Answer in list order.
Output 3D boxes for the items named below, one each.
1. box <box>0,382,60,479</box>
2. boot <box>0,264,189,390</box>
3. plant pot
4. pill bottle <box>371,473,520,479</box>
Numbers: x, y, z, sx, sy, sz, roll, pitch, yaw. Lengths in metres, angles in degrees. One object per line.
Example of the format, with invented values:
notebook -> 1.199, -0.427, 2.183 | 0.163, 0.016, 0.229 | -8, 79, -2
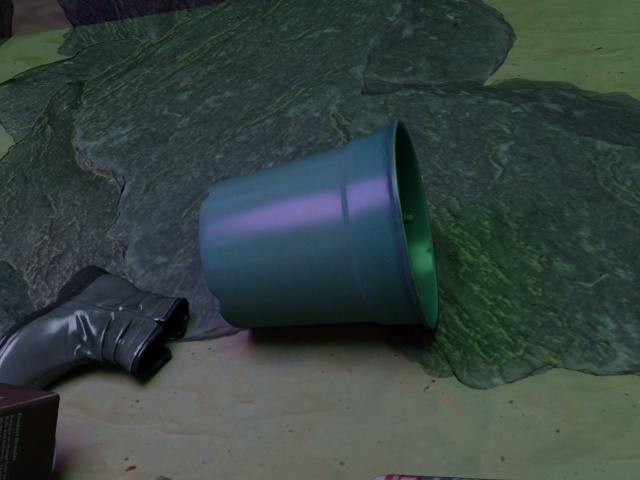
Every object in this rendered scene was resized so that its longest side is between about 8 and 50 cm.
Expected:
box -> -0.513, 0.304, 1.088 | 0.143, 0.191, 0.381 | 7, 0, 21
boot -> -0.388, 0.184, 1.416 | 0.223, 0.118, 0.338 | 19, 53, 23
plant pot -> 0.000, 0.000, 1.396 | 0.334, 0.341, 0.341 | -10, 40, 15
pill bottle -> 0.232, 0.383, 0.973 | 0.363, 0.210, 0.210 | -1, 42, 12
